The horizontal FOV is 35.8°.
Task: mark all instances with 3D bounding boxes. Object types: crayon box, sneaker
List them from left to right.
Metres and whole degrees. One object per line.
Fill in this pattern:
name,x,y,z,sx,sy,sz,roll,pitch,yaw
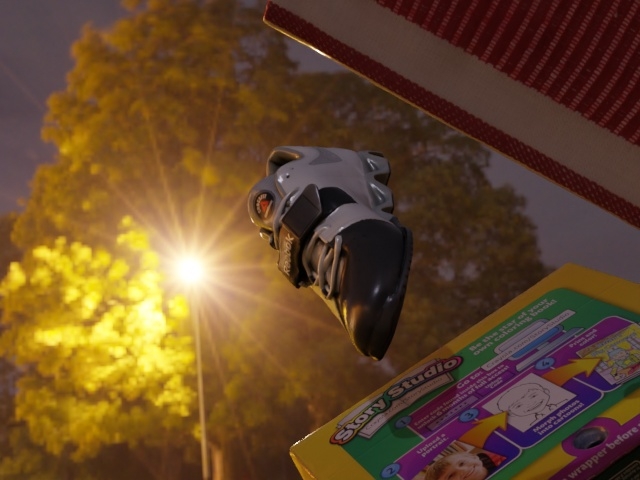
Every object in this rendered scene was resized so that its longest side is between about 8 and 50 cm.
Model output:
sneaker,0.000,0.000,0.949,0.146,0.122,0.330,12,24,-12
crayon box,0.189,0.178,0.890,0.363,0.106,0.313,-31,17,-13

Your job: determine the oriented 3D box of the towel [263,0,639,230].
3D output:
towel,0.139,-0.191,0.433,0.237,0.329,0.037,30,24,3
